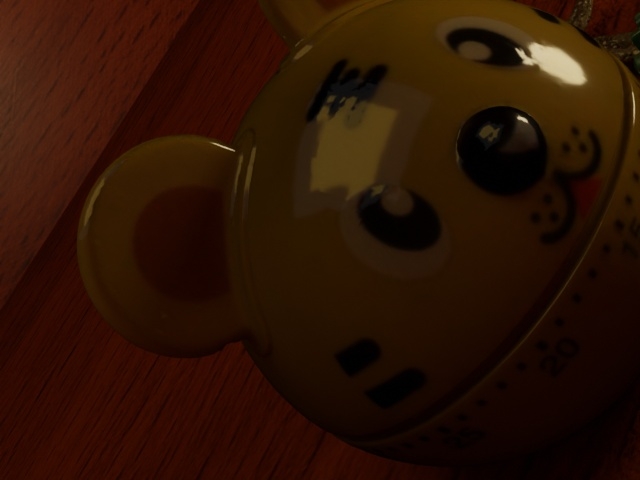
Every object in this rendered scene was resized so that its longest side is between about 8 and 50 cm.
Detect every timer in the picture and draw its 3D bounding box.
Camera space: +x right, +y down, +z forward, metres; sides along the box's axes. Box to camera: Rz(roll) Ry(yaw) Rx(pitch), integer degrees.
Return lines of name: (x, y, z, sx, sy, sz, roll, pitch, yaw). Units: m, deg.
timer: (0.059, -0.029, 0.807, 0.376, 0.387, 0.376, -44, 23, 24)

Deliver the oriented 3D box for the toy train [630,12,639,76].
toy train: (0.329, -0.193, 0.910, 0.178, 0.071, 0.104, -35, 17, 32)

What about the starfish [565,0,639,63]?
starfish: (0.219, -0.127, 1.091, 0.295, 0.048, 0.231, -54, 23, -5)
